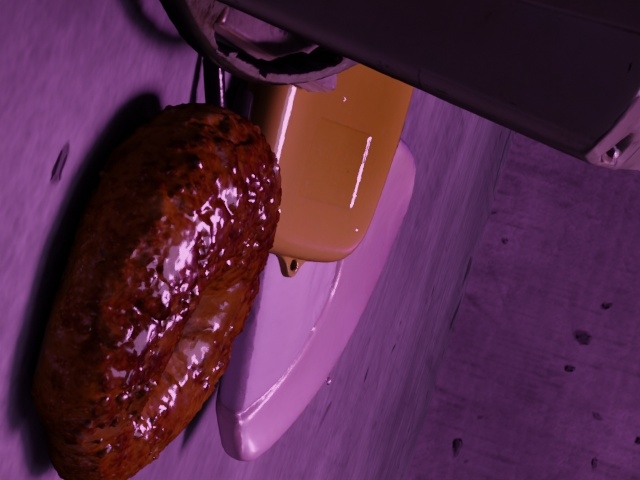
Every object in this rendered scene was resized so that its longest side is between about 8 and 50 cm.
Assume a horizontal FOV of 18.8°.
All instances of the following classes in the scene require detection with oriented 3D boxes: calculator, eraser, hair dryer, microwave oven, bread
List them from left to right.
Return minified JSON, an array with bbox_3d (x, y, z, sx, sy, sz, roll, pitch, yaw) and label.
[{"bbox_3d":[-0.069,0.025,0.860,0.193,0.064,0.193,20,90,-81],"label":"bread"},{"bbox_3d":[-0.047,-0.072,0.947,0.079,0.031,0.083,-79,171,-51],"label":"hair dryer"},{"bbox_3d":[-0.001,0.000,1.224,0.243,0.059,0.204,-46,150,-59],"label":"eraser"},{"bbox_3d":[0.012,-0.094,1.064,0.157,0.033,0.236,12,91,-62],"label":"calculator"},{"bbox_3d":[0.113,-0.195,0.802,0.394,0.247,0.333,-2,110,-72],"label":"microwave oven"}]

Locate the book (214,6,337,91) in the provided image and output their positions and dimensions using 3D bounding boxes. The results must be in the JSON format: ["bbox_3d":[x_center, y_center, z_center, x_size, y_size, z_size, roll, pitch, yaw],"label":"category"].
[{"bbox_3d":[0.003,-0.181,0.951,0.138,0.016,0.198,25,82,-64],"label":"book"}]
